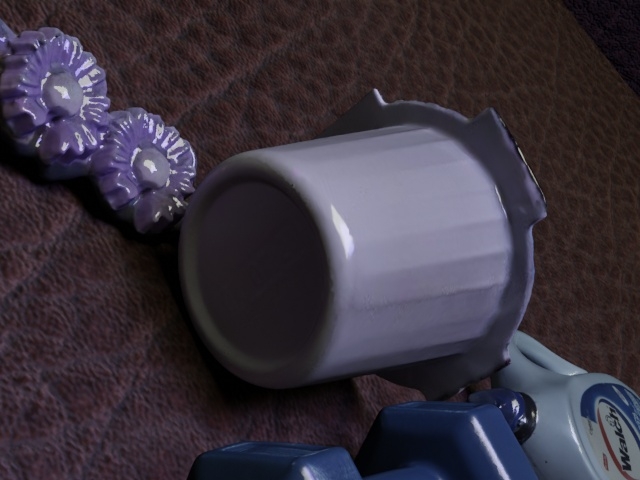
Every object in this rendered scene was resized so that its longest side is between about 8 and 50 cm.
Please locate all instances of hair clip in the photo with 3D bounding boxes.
[{"bbox_3d":[-0.182,-0.082,0.974,0.292,0.084,0.106,40,47,-34],"label":"hair clip"}]

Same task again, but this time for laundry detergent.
[{"bbox_3d":[0.240,0.190,1.284,0.280,0.105,0.215,29,36,-37],"label":"laundry detergent"}]

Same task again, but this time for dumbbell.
[{"bbox_3d":[0.032,0.198,0.899,0.144,0.156,0.316,32,16,27],"label":"dumbbell"}]

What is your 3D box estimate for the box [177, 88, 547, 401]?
[{"bbox_3d":[0.000,0.000,1.024,0.291,0.262,0.206,25,21,36],"label":"box"}]
